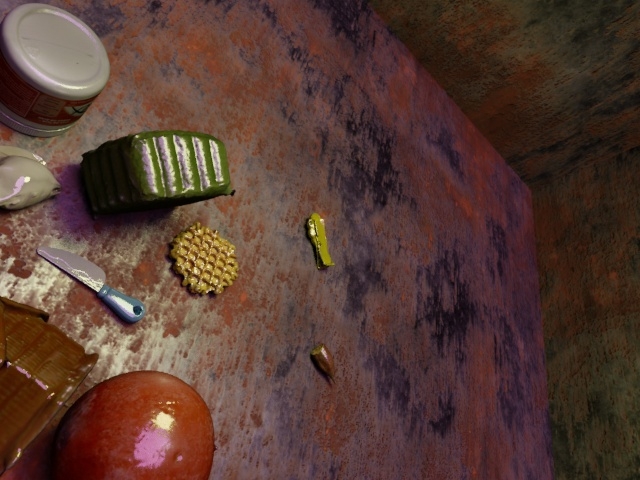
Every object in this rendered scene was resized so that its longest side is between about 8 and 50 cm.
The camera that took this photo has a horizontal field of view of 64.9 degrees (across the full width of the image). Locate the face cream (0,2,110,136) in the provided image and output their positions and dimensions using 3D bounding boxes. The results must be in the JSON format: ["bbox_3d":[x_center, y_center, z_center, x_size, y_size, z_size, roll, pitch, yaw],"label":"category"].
[{"bbox_3d":[-0.558,-0.340,1.022,0.201,0.187,0.201,24,54,-37],"label":"face cream"}]

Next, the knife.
[{"bbox_3d":[-0.463,0.083,1.033,0.244,0.032,0.058,44,47,-16],"label":"knife"}]

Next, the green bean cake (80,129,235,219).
[{"bbox_3d":[-0.350,-0.146,1.082,0.247,0.249,0.156,-13,93,-48],"label":"green bean cake"}]

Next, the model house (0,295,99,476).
[{"bbox_3d":[-0.517,0.219,0.804,0.199,0.219,0.229,-45,100,-5],"label":"model house"}]

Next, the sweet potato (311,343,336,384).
[{"bbox_3d":[0.017,0.343,1.382,0.049,0.049,0.117,-27,91,-50],"label":"sweet potato"}]

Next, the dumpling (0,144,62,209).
[{"bbox_3d":[-0.584,-0.129,0.953,0.134,0.100,0.169,56,40,-4],"label":"dumpling"}]

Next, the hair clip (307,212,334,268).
[{"bbox_3d":[0.000,0.000,1.542,0.072,0.046,0.173,-5,75,-51],"label":"hair clip"}]

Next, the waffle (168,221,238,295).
[{"bbox_3d":[-0.281,0.048,1.228,0.191,0.038,0.191,24,54,-37],"label":"waffle"}]

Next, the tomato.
[{"bbox_3d":[-0.319,0.352,0.852,0.265,0.265,0.265,23,55,-37],"label":"tomato"}]
